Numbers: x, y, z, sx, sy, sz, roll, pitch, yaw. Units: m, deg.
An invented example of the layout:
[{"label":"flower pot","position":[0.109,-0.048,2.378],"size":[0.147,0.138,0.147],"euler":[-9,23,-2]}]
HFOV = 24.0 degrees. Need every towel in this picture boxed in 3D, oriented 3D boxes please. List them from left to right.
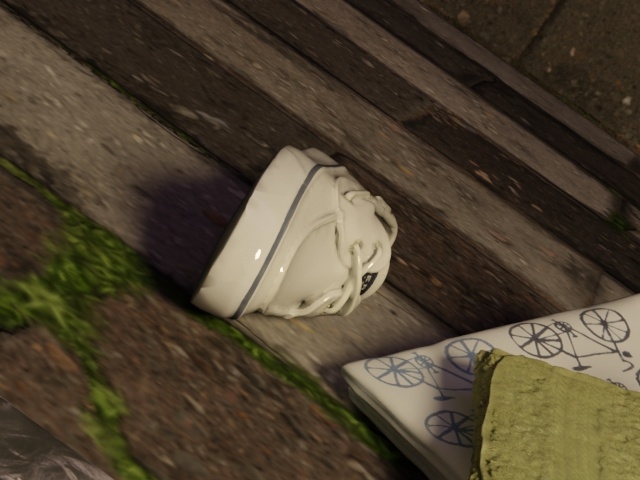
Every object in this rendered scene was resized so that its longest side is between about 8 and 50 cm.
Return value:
[{"label":"towel","position":[0.124,0.107,0.726],"size":[0.110,0.027,0.148],"euler":[15,28,0]}]

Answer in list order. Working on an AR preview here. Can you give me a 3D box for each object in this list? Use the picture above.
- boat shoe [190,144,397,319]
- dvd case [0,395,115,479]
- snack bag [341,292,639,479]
[{"label":"boat shoe","position":[0.000,0.000,0.846],"size":[0.084,0.095,0.258],"euler":[31,17,4]},{"label":"dvd case","position":[-0.105,0.111,0.455],"size":[0.164,0.018,0.221],"euler":[36,16,4]},{"label":"snack bag","position":[0.226,0.143,0.780],"size":[0.323,0.037,0.342],"euler":[-8,39,-36]}]
